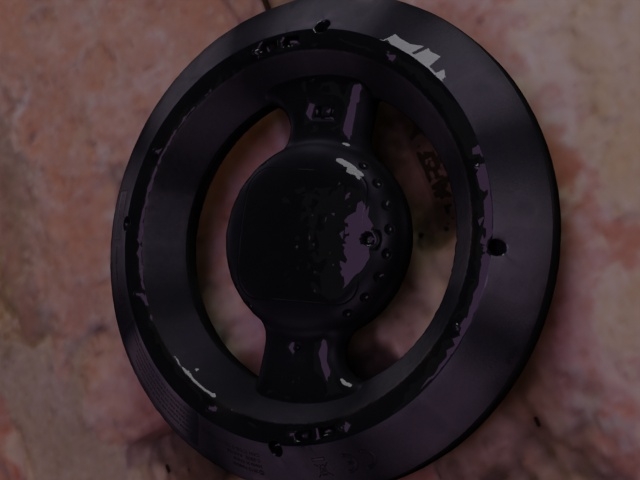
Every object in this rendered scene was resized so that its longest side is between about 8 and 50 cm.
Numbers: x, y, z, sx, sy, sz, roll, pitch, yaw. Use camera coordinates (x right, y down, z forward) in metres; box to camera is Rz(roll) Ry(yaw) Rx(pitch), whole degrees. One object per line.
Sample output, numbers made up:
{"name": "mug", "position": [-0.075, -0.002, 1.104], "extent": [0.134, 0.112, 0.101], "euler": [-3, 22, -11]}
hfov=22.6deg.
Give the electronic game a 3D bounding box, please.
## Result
{"name": "electronic game", "position": [0.000, 0.000, 0.732], "extent": [0.229, 0.048, 0.229], "euler": [-4, 80, 27]}
